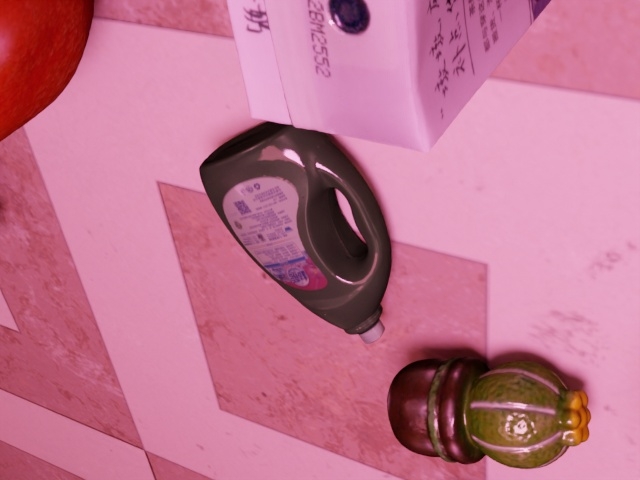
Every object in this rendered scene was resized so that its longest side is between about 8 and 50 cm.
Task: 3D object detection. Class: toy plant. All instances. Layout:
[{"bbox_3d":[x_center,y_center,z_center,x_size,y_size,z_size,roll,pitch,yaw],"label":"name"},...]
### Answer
[{"bbox_3d":[0.142,0.143,0.733,0.162,0.092,0.092,-5,123,35],"label":"toy plant"}]

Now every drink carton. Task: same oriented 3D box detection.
[{"bbox_3d":[0.050,-0.158,0.425,0.102,0.222,0.134,15,134,26],"label":"drink carton"}]

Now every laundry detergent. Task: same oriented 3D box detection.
[{"bbox_3d":[0.000,0.000,0.730,0.137,0.063,0.210,-20,113,38],"label":"laundry detergent"}]

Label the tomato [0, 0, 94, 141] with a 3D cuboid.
[{"bbox_3d":[-0.329,-0.207,0.631,0.290,0.293,0.325,-19,109,29],"label":"tomato"}]
